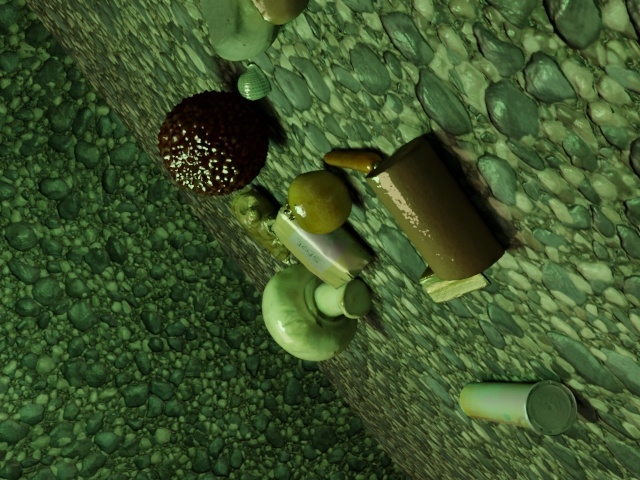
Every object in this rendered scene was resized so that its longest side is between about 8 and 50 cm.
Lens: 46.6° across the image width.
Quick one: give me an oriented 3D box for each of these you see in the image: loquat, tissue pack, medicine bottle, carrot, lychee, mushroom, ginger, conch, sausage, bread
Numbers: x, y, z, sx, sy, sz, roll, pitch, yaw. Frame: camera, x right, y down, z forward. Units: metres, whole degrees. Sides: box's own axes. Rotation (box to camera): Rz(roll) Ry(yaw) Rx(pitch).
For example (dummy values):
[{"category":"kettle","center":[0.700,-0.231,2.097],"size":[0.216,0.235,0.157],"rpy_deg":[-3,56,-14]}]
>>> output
[{"category":"loquat","center":[-0.004,-0.087,1.671],"size":[0.163,0.163,0.137],"rpy_deg":[69,-174,-54]},{"category":"tissue pack","center":[0.000,0.000,1.934],"size":[0.257,0.123,0.215],"rpy_deg":[42,164,0]},{"category":"medicine bottle","center":[0.423,0.362,1.654],"size":[0.108,0.108,0.426],"rpy_deg":[49,168,3]},{"category":"carrot","center":[0.060,-0.161,1.493],"size":[0.043,0.043,0.248],"rpy_deg":[55,166,-21]},{"category":"lychee","center":[-0.257,-0.233,1.790],"size":[0.264,0.264,0.300],"rpy_deg":[49,142,0]},{"category":"mushroom","center":[-0.121,-0.399,1.250],"size":[0.159,0.122,0.329],"rpy_deg":[44,167,-17]},{"category":"ginger","center":[-0.161,-0.044,2.322],"size":[0.270,0.123,0.219],"rpy_deg":[44,172,-20]},{"category":"conch","center":[-0.149,-0.341,1.627],"size":[0.076,0.056,0.085],"rpy_deg":[25,156,30]},{"category":"mushroom","center":[-0.011,0.229,2.233],"size":[0.356,0.315,0.315],"rpy_deg":[34,159,46]},{"category":"sausage","center":[0.192,-0.042,1.233],"size":[0.252,0.123,0.123],"rpy_deg":[52,166,-13]},{"category":"bread","center":[0.277,0.062,1.474],"size":[0.139,0.084,0.074],"rpy_deg":[-29,103,44]}]
